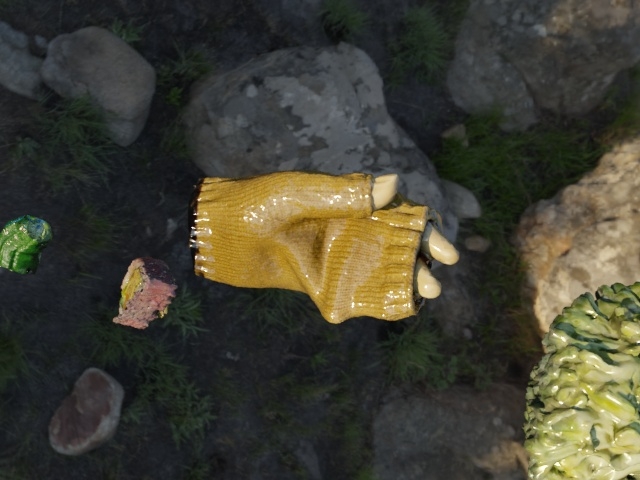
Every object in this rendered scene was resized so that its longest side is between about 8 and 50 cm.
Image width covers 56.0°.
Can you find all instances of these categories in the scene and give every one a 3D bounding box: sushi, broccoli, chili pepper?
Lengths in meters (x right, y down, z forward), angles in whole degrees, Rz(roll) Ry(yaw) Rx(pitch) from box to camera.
[{"bbox_3d":[-0.402,0.104,1.417,0.107,0.241,0.162,18,49,-26],"label":"sushi"},{"bbox_3d":[0.339,0.200,0.637,0.247,0.245,0.289,-23,107,-37],"label":"broccoli"},{"bbox_3d":[-0.626,0.012,1.265,0.098,0.224,0.061,29,52,-23],"label":"chili pepper"}]

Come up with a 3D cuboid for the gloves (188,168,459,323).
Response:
[{"bbox_3d":[-0.003,-0.008,0.769,0.155,0.356,0.203,-51,147,-55],"label":"gloves"}]
